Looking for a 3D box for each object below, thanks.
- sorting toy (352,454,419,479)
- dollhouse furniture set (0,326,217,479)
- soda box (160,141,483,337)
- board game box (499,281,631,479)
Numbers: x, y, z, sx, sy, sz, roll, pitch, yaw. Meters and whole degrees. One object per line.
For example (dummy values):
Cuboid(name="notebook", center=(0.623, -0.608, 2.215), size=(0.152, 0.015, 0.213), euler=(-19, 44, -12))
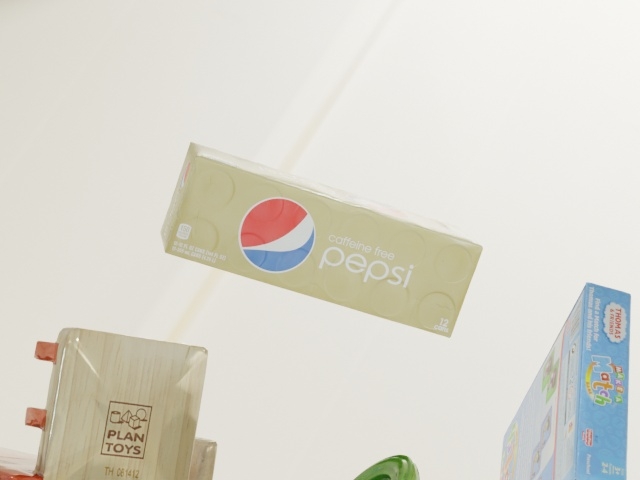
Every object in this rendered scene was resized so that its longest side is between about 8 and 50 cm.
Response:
Cuboid(name="sorting toy", center=(0.012, 0.141, 0.635), size=(0.042, 0.102, 0.061), euler=(49, -9, -14))
Cuboid(name="dollhouse furniture set", center=(-0.158, 0.107, 0.703), size=(0.262, 0.135, 0.259), euler=(12, -8, -38))
Cuboid(name="soda box", center=(0.000, 0.000, 0.880), size=(0.181, 0.061, 0.058), euler=(18, 9, -12))
Cuboid(name="board game box", center=(0.169, 0.156, 1.052), size=(0.039, 0.160, 0.211), euler=(14, -39, -3))
